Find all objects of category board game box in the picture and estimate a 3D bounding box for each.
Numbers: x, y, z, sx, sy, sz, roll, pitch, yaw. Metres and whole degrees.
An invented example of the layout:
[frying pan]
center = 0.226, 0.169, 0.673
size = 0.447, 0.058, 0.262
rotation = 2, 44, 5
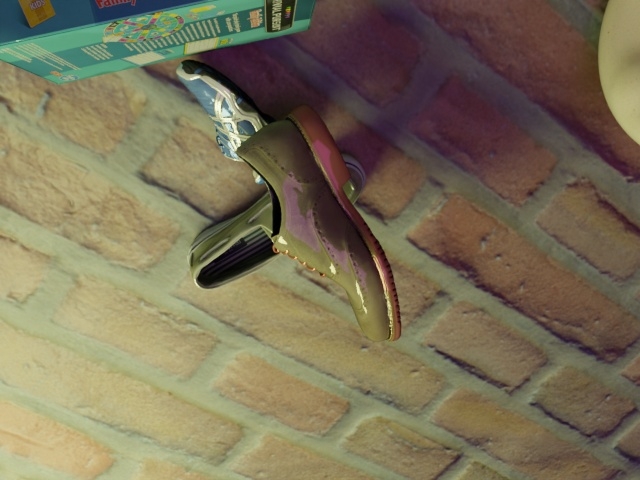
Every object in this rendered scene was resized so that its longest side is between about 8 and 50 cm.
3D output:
[board game box]
center = -0.175, -0.262, 0.776
size = 0.336, 0.254, 0.079
rotation = -13, 96, -3

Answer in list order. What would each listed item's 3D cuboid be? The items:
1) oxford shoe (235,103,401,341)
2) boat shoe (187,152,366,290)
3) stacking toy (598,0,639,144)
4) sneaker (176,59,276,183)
[oxford shoe]
center = 0.000, 0.000, 0.945
size = 0.130, 0.123, 0.348
rotation = -28, 101, -11
[boat shoe]
center = -0.060, -0.017, 1.031
size = 0.302, 0.094, 0.109
rotation = -33, 120, 8
[stacking toy]
center = 0.658, -0.255, 0.949
size = 0.480, 0.350, 0.350
rotation = 3, 120, -31
[sneaker]
center = -0.118, -0.158, 0.949
size = 0.081, 0.080, 0.211
rotation = -43, 116, 11
